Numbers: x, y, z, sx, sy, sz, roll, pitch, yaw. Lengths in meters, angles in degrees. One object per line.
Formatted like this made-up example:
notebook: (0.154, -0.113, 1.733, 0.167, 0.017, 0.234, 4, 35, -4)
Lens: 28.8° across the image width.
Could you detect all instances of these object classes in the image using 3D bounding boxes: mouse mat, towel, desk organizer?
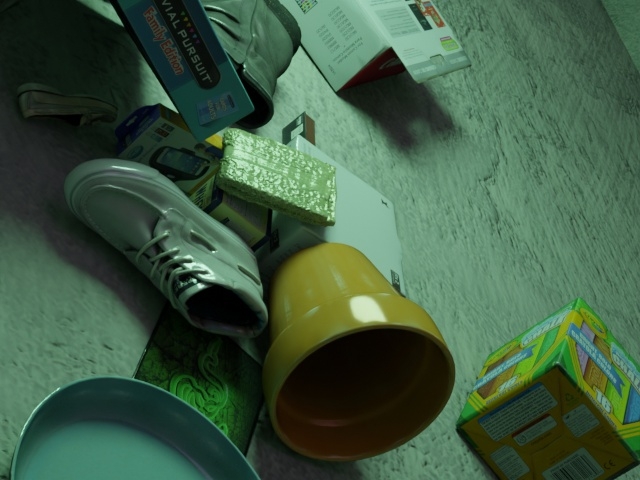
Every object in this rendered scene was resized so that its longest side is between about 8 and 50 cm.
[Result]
mouse mat: (-0.123, 0.150, 1.310, 0.152, 0.007, 0.190, 43, 30, -16)
towel: (-0.048, -0.072, 1.440, 0.148, 0.027, 0.110, 20, 39, -13)
desk organizer: (-0.019, -0.115, 1.738, 0.050, 0.047, 0.130, 37, 31, -30)

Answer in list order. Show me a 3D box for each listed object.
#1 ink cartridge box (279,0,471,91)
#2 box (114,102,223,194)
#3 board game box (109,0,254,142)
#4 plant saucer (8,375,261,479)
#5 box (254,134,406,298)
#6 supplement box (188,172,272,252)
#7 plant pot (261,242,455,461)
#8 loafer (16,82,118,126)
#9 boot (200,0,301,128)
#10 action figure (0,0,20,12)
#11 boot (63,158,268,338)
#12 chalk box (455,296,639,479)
ink cartridge box: (0.093, -0.355, 2.100, 0.272, 0.130, 0.309, 55, 28, 4)
box: (-0.173, -0.108, 1.460, 0.136, 0.081, 0.028, 25, 38, -39)
board game box: (-0.207, -0.298, 1.423, 0.336, 0.079, 0.254, 55, -6, 50)
plant saucer: (-0.148, 0.266, 1.095, 0.317, 0.043, 0.318, 37, 31, -27)
box: (0.000, 0.000, 1.550, 0.182, 0.119, 0.181, 35, 32, -29)
supplement box: (-0.114, -0.019, 1.440, 0.083, 0.083, 0.056, 38, 30, -25)
plant pot: (0.024, 0.107, 1.387, 0.205, 0.205, 0.188, 30, 25, -35)
loafer: (-0.281, -0.142, 1.390, 0.125, 0.045, 0.039, 11, 65, -43)
boot: (-0.164, -0.324, 1.702, 0.338, 0.118, 0.223, 40, 34, -15)
action figure: (-0.419, -0.417, 1.370, 0.330, 0.178, 0.341, 60, 29, -3)
boot: (-0.153, 0.013, 1.318, 0.258, 0.095, 0.123, 30, 23, -37)
chalk box: (0.336, 0.214, 1.738, 0.179, 0.180, 0.289, 49, 26, -4)
